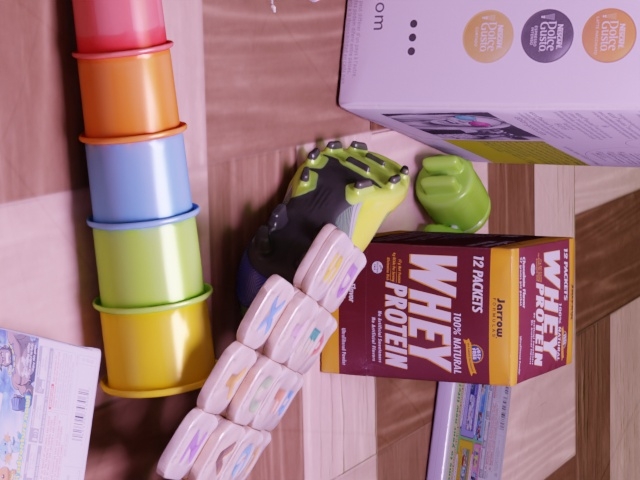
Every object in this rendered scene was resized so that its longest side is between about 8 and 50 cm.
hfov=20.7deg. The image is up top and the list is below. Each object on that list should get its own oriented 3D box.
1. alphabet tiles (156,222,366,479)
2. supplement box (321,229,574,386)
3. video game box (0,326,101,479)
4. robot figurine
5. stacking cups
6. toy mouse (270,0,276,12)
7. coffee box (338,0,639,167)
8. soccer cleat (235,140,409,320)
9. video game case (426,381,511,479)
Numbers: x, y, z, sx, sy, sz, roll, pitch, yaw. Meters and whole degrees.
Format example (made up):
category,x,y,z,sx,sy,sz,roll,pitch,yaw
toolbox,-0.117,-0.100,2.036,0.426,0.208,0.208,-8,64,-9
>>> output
category,x,y,z,sx,sy,sz,roll,pitch,yaw
alphabet tiles,-0.049,0.121,1.390,0.284,0.021,0.278,-60,168,-4
supplement box,0.127,0.061,1.708,0.191,0.194,0.129,-7,99,-64
video game box,-0.224,0.160,1.160,0.187,0.048,0.205,26,69,-64
robot figurine,0.143,-0.047,1.877,0.115,0.067,0.101,51,40,-54
stacking cups,-0.141,-0.047,1.286,0.096,0.096,0.316,-29,113,-60
toy mouse,-0.044,-0.265,1.510,0.161,0.031,0.143,19,75,-63
coffee box,0.251,-0.264,1.772,0.338,0.334,0.338,18,77,-63
soccer cleat,-0.001,0.000,1.586,0.289,0.093,0.121,-48,157,-57
video game case,0.170,0.234,2.011,0.193,0.023,0.212,26,70,-62
